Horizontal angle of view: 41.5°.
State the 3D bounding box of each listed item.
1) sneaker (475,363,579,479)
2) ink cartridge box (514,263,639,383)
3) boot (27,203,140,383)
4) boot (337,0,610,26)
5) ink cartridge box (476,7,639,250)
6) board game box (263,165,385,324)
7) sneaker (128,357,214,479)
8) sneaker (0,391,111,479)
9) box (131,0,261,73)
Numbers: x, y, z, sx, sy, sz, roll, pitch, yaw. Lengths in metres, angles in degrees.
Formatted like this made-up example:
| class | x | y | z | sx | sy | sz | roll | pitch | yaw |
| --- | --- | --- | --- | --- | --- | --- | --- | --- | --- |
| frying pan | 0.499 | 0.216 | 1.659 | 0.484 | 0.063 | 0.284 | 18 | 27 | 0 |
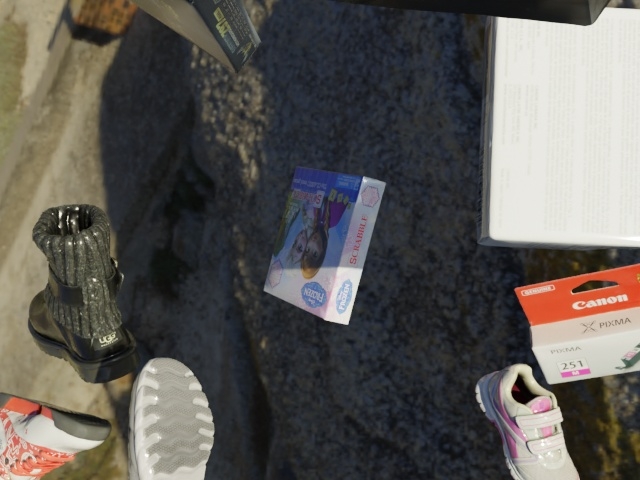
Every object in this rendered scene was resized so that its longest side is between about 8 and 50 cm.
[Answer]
| class | x | y | z | sx | sy | sz | roll | pitch | yaw |
| --- | --- | --- | --- | --- | --- | --- | --- | --- | --- |
| sneaker | 0.358 | 0.318 | 1.429 | 0.252 | 0.103 | 0.111 | 60 | 150 | 26 |
| ink cartridge box | 0.513 | 0.152 | 1.517 | 0.275 | 0.239 | 0.060 | -14 | 45 | 22 |
| boot | -0.414 | 0.062 | 1.390 | 0.348 | 0.131 | 0.260 | 15 | 124 | 50 |
| boot | 0.028 | -0.302 | 0.522 | 0.445 | 0.146 | 0.367 | 13 | 73 | 43 |
| ink cartridge box | 0.404 | -0.139 | 1.101 | 0.091 | 0.385 | 0.308 | 103 | 170 | -84 |
| board game box | 0.000 | 0.000 | 1.924 | 0.319 | 0.066 | 0.317 | 15 | 91 | 61 |
| sneaker | -0.193 | 0.275 | 0.970 | 0.115 | 0.105 | 0.281 | -23 | 62 | 39 |
| sneaker | -0.378 | 0.293 | 1.133 | 0.270 | 0.090 | 0.144 | -1 | 70 | 46 |
| box | -0.173 | -0.296 | 0.970 | 0.183 | 0.232 | 0.059 | 35 | 88 | 9 |
